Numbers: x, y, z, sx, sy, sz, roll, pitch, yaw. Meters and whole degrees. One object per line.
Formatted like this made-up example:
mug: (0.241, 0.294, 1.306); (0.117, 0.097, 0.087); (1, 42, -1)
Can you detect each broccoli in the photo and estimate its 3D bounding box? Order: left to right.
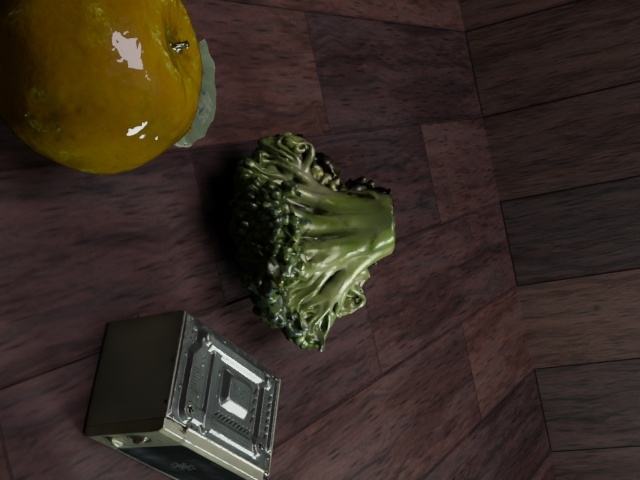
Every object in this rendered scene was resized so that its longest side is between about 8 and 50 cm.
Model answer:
broccoli: (-0.025, 0.001, 1.632); (0.324, 0.272, 0.334); (108, -9, -48)

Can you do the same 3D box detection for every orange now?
orange: (-0.272, -0.215, 1.207); (0.279, 0.235, 0.279); (-12, 90, -76)

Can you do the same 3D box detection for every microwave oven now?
microwave oven: (-0.173, 0.214, 1.351); (0.240, 0.145, 0.194); (44, 47, -47)

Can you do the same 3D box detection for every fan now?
fan: (-0.206, -0.231, 1.586); (0.131, 0.009, 0.240); (59, 34, -38)
